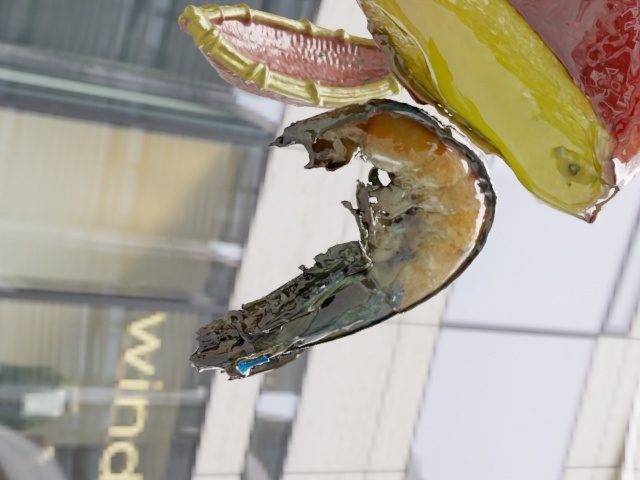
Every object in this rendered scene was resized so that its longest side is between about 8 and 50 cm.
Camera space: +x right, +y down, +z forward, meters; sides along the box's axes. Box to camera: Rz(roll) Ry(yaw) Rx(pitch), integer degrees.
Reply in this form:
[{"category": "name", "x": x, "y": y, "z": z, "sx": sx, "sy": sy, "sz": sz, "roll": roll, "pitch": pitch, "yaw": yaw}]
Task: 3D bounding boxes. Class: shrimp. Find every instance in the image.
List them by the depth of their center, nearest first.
[{"category": "shrimp", "x": 0.000, "y": 0.000, "z": 1.159, "sx": 0.290, "sy": 0.222, "sz": 0.054, "roll": -32, "pitch": -137, "yaw": 3}]

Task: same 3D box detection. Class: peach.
[{"category": "peach", "x": 0.139, "y": -0.177, "z": 1.031, "sx": 0.281, "sy": 0.281, "sz": 0.338, "roll": -11, "pitch": -97, "yaw": 49}]

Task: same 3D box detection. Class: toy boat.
[{"category": "toy boat", "x": -0.021, "y": -0.202, "z": 1.610, "sx": 0.099, "sy": 0.318, "sz": 0.141, "roll": -59, "pitch": -140, "yaw": 37}]
